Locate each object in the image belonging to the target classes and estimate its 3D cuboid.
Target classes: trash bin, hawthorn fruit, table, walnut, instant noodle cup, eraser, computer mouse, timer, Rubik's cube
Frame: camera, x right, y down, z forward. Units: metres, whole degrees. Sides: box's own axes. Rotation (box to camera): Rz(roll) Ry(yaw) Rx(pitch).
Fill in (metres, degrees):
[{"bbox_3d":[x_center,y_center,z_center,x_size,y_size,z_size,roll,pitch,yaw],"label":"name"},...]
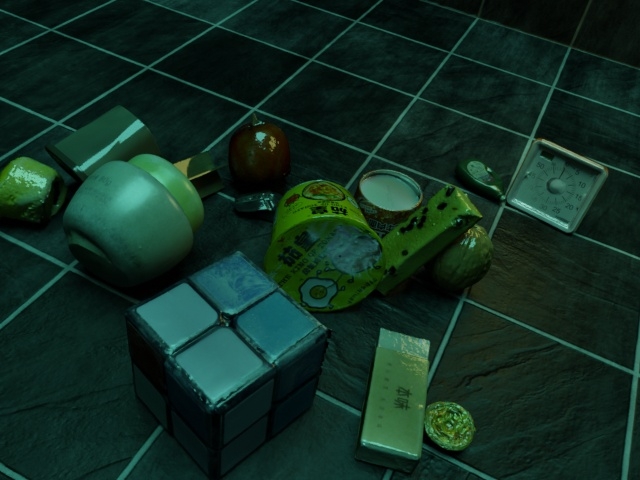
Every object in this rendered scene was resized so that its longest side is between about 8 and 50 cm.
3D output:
[{"bbox_3d":[-0.640,-0.259,1.835,0.220,0.219,0.250,37,69,22],"label":"trash bin"},{"bbox_3d":[-0.198,-0.289,1.966,0.216,0.249,0.215,-2,18,1],"label":"hawthorn fruit"},{"bbox_3d":[-0.406,-0.191,1.908,0.167,0.167,0.227,33,39,22],"label":"table"},{"bbox_3d":[0.393,0.046,1.761,0.214,0.213,0.213,5,44,-5],"label":"walnut"},{"bbox_3d":[0.194,-0.085,1.865,0.251,0.192,0.250,5,43,-5],"label":"instant noodle cup"},{"bbox_3d":[0.182,0.376,1.473,0.144,0.078,0.343,14,44,2],"label":"eraser"},{"bbox_3d":[0.000,0.000,1.680,0.326,0.325,0.254,2,35,-9],"label":"instant noodle cup"},{"bbox_3d":[-0.177,-0.117,1.925,0.193,0.062,0.105,8,44,-5],"label":"computer mouse"},{"bbox_3d":[0.803,-0.200,2.053,0.258,0.250,0.161,31,47,20],"label":"timer"},{"bbox_3d":[-0.207,0.267,1.343,0.318,0.316,0.313,-30,57,-35],"label":"Rubik's cube"}]

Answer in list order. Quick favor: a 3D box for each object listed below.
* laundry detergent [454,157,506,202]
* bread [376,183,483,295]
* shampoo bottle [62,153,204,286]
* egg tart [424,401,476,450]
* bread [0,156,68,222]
[{"bbox_3d":[0.588,-0.210,2.161,0.137,0.063,0.211,-16,50,-33],"label":"laundry detergent"},{"bbox_3d":[0.272,-0.005,1.703,0.077,0.361,0.138,31,28,-37],"label":"bread"},{"bbox_3d":[-0.496,-0.051,1.611,0.323,0.322,0.317,29,53,19],"label":"shampoo bottle"},{"bbox_3d":[0.301,0.443,1.445,0.129,0.049,0.128,5,45,-5],"label":"egg tart"},{"bbox_3d":[-0.842,-0.137,1.744,0.171,0.197,0.197,20,44,-5],"label":"bread"}]
